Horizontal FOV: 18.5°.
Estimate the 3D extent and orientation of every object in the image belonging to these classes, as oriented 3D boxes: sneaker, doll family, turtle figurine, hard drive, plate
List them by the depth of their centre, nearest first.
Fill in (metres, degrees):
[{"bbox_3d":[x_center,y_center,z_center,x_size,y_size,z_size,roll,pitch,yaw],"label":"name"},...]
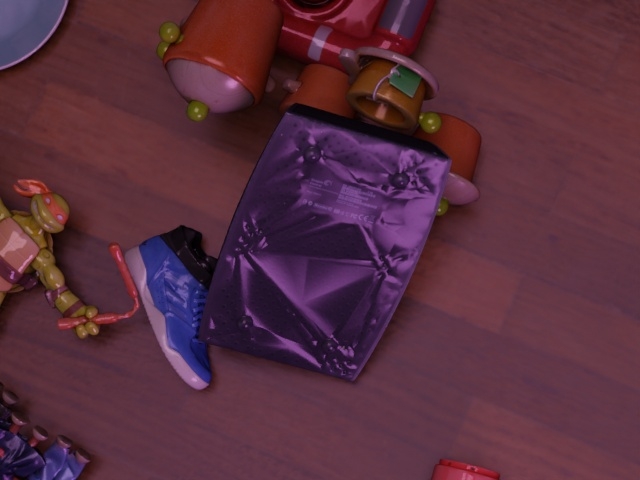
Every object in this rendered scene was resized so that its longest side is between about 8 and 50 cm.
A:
[{"bbox_3d":[0.000,0.000,1.770,0.172,0.054,0.254,15,121,-12],"label":"hard drive"},{"bbox_3d":[-0.306,0.201,1.828,0.193,0.076,0.111,38,96,11],"label":"doll family"},{"bbox_3d":[-0.117,0.058,1.847,0.085,0.058,0.152,-28,73,9],"label":"sneaker"},{"bbox_3d":[-0.316,0.013,1.856,0.217,0.087,0.269,-41,95,8],"label":"turtle figurine"},{"bbox_3d":[-0.335,-0.253,1.933,0.188,0.024,0.188,-1,81,6],"label":"plate"}]

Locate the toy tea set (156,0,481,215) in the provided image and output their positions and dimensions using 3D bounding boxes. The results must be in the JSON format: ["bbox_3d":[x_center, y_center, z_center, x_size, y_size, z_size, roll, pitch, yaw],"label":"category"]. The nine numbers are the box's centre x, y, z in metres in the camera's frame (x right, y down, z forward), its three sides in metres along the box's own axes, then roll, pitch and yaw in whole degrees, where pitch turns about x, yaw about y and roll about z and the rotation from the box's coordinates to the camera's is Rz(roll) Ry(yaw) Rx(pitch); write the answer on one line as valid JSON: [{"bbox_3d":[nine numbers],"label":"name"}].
[{"bbox_3d":[-0.006,-0.112,1.797,0.336,0.200,0.124,23,75,3],"label":"toy tea set"}]

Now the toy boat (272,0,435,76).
[{"bbox_3d":[-0.010,-0.250,1.839,0.231,0.151,0.151,21,83,8],"label":"toy boat"}]

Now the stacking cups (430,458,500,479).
[{"bbox_3d":[0.090,0.355,1.771,0.096,0.096,0.316,11,79,7],"label":"stacking cups"}]
